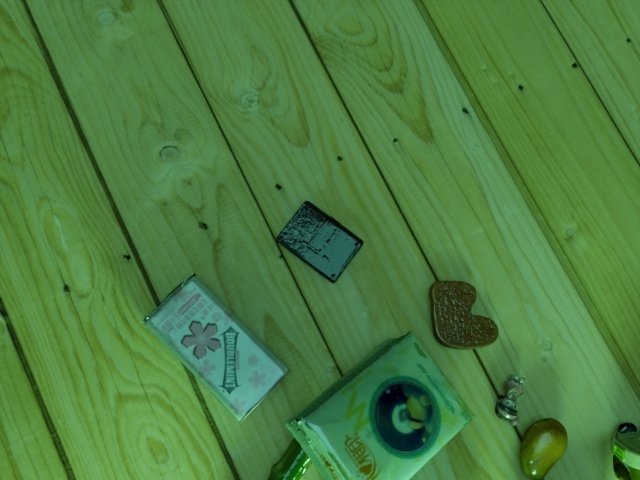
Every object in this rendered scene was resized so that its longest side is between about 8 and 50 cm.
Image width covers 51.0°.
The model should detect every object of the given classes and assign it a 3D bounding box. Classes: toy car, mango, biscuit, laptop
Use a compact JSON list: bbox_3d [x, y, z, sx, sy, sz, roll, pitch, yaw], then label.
[{"bbox_3d":[0.892,0.600,1.755,0.247,0.204,0.198,-4,100,-9],"label":"toy car"},{"bbox_3d":[0.583,0.546,1.773,0.165,0.089,0.115,-44,94,-10],"label":"mango"},{"bbox_3d":[0.395,0.205,1.855,0.186,0.036,0.192,-2,77,-9],"label":"biscuit"},{"bbox_3d":[0.000,0.000,1.867,0.207,0.026,0.154,37,77,4],"label":"laptop"}]

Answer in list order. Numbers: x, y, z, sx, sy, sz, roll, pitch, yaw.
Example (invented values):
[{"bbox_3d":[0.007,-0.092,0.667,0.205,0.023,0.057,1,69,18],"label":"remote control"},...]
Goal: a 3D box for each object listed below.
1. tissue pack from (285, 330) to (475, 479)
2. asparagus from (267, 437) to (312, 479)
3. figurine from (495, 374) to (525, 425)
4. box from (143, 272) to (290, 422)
[{"bbox_3d":[0.151,0.447,1.670,0.388,0.162,0.287,-33,83,-29],"label":"tissue pack"},{"bbox_3d":[-0.084,0.589,1.697,0.085,0.082,0.343,33,77,-2],"label":"asparagus"},{"bbox_3d":[0.516,0.429,1.812,0.072,0.054,0.129,29,68,-14],"label":"figurine"},{"bbox_3d":[-0.270,0.273,1.735,0.369,0.112,0.190,43,76,4],"label":"box"}]
